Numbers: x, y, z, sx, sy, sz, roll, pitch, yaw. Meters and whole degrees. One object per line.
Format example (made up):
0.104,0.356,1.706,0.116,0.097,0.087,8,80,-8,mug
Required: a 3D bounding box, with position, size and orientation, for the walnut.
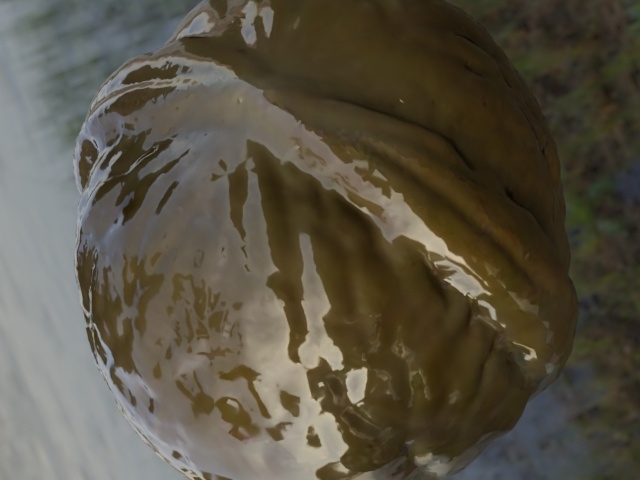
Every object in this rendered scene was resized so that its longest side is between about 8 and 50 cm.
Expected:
0.000,0.000,1.088,0.333,0.333,0.333,57,163,29,walnut
